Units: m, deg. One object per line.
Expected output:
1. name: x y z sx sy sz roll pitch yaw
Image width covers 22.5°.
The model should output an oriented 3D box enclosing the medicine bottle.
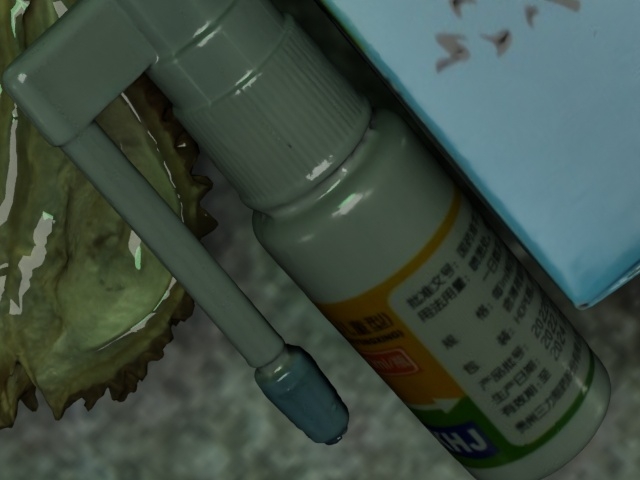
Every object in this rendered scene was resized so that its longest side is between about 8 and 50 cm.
1. medicine bottle: 0.000 0.000 0.510 0.092 0.061 0.221 -46 114 -10

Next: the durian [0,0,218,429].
1. durian: -0.111 -0.033 0.525 0.148 0.091 0.189 4 97 -19

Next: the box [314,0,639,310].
1. box: 0.027 -0.099 0.488 0.083 0.142 0.232 -41 97 6
